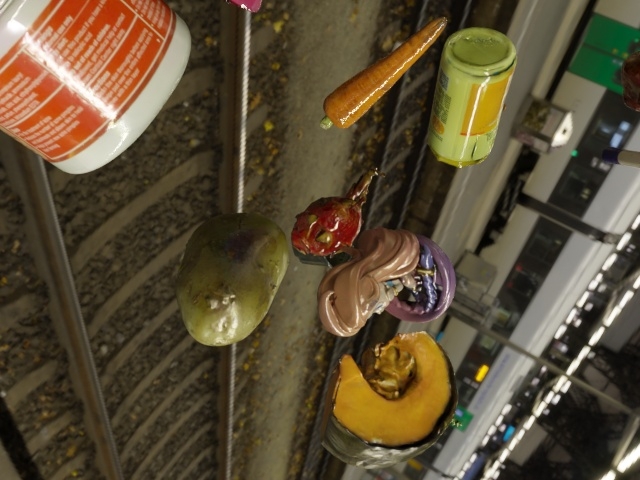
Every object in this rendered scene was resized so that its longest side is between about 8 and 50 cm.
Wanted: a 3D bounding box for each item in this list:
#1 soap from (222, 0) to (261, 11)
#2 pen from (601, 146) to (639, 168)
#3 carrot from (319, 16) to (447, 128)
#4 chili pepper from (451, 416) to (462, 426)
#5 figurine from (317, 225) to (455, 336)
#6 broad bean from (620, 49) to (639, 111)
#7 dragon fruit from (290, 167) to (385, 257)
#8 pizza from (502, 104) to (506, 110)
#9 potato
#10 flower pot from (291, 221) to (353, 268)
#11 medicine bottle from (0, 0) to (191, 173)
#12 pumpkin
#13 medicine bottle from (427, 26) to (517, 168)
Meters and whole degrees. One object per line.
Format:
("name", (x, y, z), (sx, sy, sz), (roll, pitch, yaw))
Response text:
("soap", (-0.183, -0.516, 1.171), (0.162, 0.250, 0.099), (12, 125, -34))
("pen", (0.547, -0.132, 1.105), (0.033, 0.033, 0.269), (-64, -172, 10))
("carrot", (0.094, -0.258, 1.018), (0.257, 0.061, 0.061), (-38, 175, 28))
("chili pepper", (0.298, 0.430, 1.574), (0.027, 0.083, 0.022), (118, -16, -51))
("figurine", (0.058, 0.042, 0.718), (0.157, 0.114, 0.126), (-6, 169, -29))
("broad bean", (0.496, -0.238, 0.957), (0.165, 0.114, 0.084), (11, 94, -72))
("dragon fruit", (0.043, -0.062, 1.400), (0.246, 0.125, 0.125), (-49, -167, -6))
("pizza", (0.324, -0.278, 1.297), (0.271, 0.056, 0.134), (77, 5, -53))
("potato", (-0.176, 0.067, 1.291), (0.173, 0.210, 0.307), (108, -4, -45))
("flower pot", (0.000, 0.000, 1.633), (0.157, 0.107, 0.157), (11, 76, -56))
("medicine bottle", (-0.322, -0.243, 0.794), (0.241, 0.253, 0.252), (41, 77, -39))
("pumpkin", (0.143, 0.353, 1.433), (0.303, 0.256, 0.225), (-12, 160, -14))
("medicine bottle", (0.247, -0.226, 1.101), (0.124, 0.124, 0.238), (-52, 159, -26))
